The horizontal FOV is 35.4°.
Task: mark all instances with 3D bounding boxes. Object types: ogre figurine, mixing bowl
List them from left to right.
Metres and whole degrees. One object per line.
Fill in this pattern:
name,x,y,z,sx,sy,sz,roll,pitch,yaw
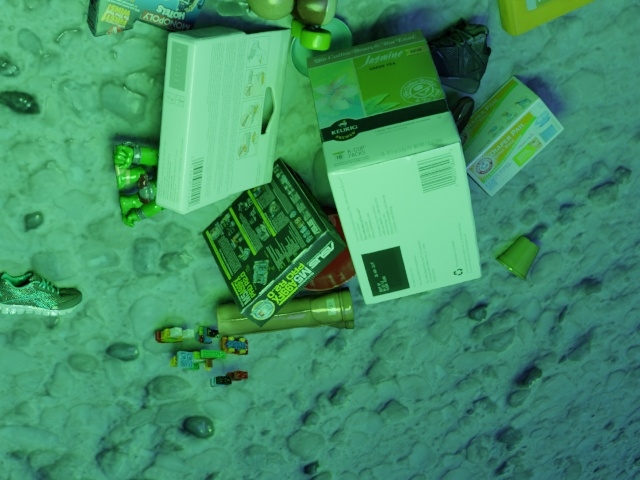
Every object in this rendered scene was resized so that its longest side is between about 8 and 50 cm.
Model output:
ogre figurine,-0.301,-0.100,1.776,0.118,0.097,0.197,-9,123,-12
mixing bowl,0.000,0.000,1.991,0.181,0.098,0.181,-13,128,-18

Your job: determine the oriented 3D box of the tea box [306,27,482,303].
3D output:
tea box,0.126,-0.128,1.740,0.220,0.323,0.329,-14,136,3

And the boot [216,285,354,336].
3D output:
boot,-0.068,0.149,2.066,0.270,0.089,0.236,-8,167,1

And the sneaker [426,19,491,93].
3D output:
sneaker,0.225,-0.357,1.850,0.228,0.087,0.130,9,115,-32

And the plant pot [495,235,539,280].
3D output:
plant pot,0.451,0.035,2.255,0.083,0.083,0.079,36,92,-39

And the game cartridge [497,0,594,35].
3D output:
game cartridge,0.441,-0.567,1.821,0.285,0.052,0.323,-26,132,-7

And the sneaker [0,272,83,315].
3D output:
sneaker,-0.517,0.094,1.838,0.167,0.065,0.076,0,119,-28

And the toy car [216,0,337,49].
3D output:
toy car,-0.073,-0.407,1.639,0.188,0.149,0.155,3,113,-15

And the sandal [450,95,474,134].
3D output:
sandal,0.222,-0.202,1.978,0.090,0.060,0.219,-25,155,-49

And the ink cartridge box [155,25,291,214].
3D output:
ink cartridge box,-0.167,-0.217,1.722,0.261,0.066,0.296,-25,130,-54

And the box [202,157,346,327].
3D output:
box,-0.091,-0.002,1.833,0.216,0.270,0.060,-44,128,8

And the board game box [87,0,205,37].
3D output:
board game box,-0.283,-0.402,1.586,0.194,0.060,0.194,14,118,-33

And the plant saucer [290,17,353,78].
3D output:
plant saucer,-0.001,-0.346,1.788,0.119,0.021,0.119,-12,128,-17

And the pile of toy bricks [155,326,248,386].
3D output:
pile of toy bricks,-0.252,0.243,2.061,0.105,0.118,0.212,-19,157,41

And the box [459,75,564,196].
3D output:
box,0.364,-0.207,2.011,0.203,0.103,0.114,-45,130,10
